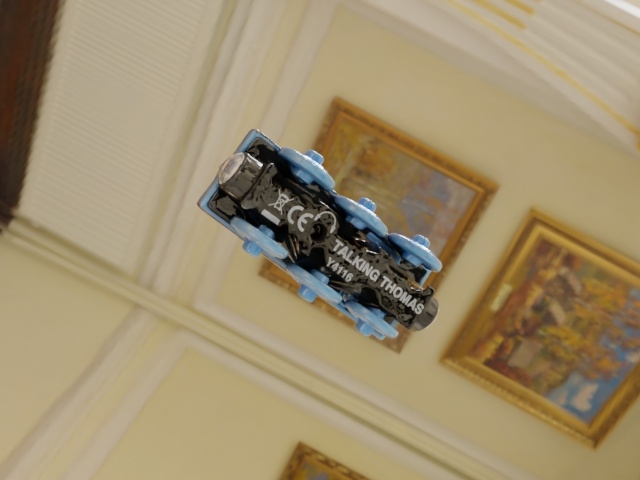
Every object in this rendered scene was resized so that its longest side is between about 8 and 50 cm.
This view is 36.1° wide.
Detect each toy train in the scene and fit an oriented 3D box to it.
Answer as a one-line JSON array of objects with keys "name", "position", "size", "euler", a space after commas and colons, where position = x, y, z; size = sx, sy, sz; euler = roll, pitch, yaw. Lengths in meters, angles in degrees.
[{"name": "toy train", "position": [0.000, 0.000, 0.661], "size": [0.080, 0.184, 0.105], "euler": [-56, -157, -5]}]
